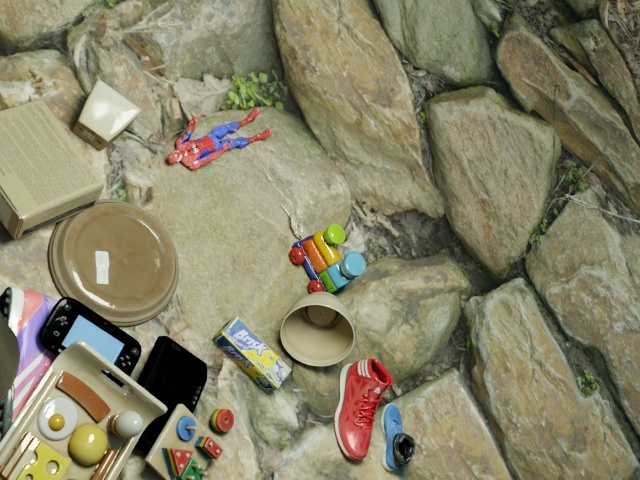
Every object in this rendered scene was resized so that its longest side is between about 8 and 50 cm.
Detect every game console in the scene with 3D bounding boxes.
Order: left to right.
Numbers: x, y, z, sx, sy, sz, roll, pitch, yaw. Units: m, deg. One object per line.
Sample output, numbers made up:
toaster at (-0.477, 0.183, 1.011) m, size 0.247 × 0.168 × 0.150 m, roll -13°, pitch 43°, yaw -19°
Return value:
game console at (-0.376, 0.248, 1.714) m, size 0.361 × 0.044 × 0.213 m, roll 41°, pitch 54°, yaw -31°

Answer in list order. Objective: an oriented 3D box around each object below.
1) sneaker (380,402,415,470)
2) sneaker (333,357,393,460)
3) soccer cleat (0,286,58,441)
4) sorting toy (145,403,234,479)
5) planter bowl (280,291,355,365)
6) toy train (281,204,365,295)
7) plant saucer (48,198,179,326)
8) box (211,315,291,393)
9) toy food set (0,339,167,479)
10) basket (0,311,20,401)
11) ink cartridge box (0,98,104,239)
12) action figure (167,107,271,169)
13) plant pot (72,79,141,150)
sneaker at (0.177, 0.433, 2.028) m, size 0.058 × 0.084 × 0.152 m, roll 21°, pitch 58°, yaw -25°
sneaker at (0.096, 0.360, 1.979) m, size 0.087 × 0.128 × 0.221 m, roll 11°, pitch 61°, yaw -29°
soccer cleat at (-0.530, 0.239, 1.634) m, size 0.116 × 0.109 × 0.318 m, roll 13°, pitch 59°, yaw -33°
sorting toy at (-0.256, 0.413, 1.739) m, size 0.132 × 0.046 × 0.274 m, roll 55°, pitch 47°, yaw -31°
planter bowl at (-0.001, 0.179, 1.997) m, size 0.162 × 0.162 × 0.109 m, roll 37°, pitch 27°, yaw -14°
toy train at (0.000, 0.000, 2.075) m, size 0.105 × 0.143 × 0.248 m, roll -26°, pitch 84°, yaw -40°
plant saucer at (-0.412, 0.039, 1.848) m, size 0.278 × 0.041 × 0.277 m, roll 14°, pitch 62°, yaw -28°
box at (-0.146, 0.242, 1.921) m, size 0.169 × 0.054 × 0.059 m, roll 45°, pitch 51°, yaw -7°
toy food set at (-0.417, 0.358, 1.559) m, size 0.220 × 0.092 × 0.306 m, roll 45°, pitch 52°, yaw -24°
basket at (-0.577, 0.167, 1.454) m, size 0.154 × 0.227 × 0.204 m, roll 20°, pitch 58°, yaw -1°
ink cartridge box at (-0.571, -0.143, 1.773) m, size 0.193 × 0.088 × 0.234 m, roll -29°, pitch 76°, yaw -39°
action figure at (-0.221, -0.242, 2.052) m, size 0.280 × 0.139 × 0.091 m, roll -29°, pitch 85°, yaw -37°
plant pot at (-0.461, -0.255, 1.917) m, size 0.109 × 0.109 × 0.096 m, roll 35°, pitch 66°, yaw -15°
